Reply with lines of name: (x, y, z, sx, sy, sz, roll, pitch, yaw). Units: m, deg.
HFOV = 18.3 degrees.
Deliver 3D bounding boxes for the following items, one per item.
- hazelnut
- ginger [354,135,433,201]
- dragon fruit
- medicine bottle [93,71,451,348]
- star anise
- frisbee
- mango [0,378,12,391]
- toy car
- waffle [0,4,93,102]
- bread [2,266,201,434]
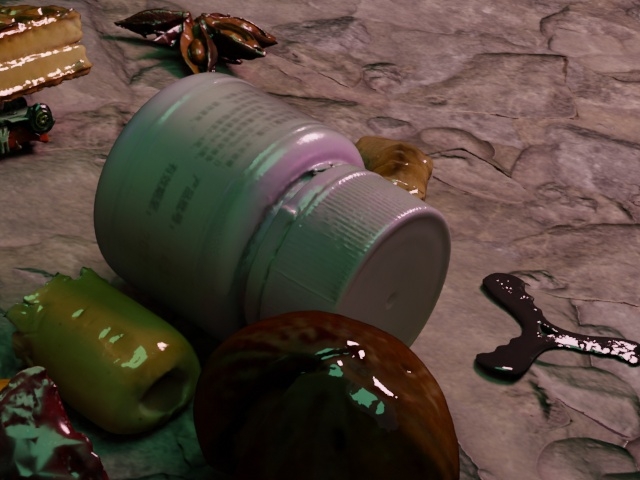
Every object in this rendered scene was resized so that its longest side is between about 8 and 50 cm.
hazelnut: (0.013, 0.165, 1.729, 0.251, 0.217, 0.217, 44, 41, 23)
ginger: (0.079, -0.070, 2.295, 0.095, 0.069, 0.190, 15, 28, -5)
dragon fruit: (-0.240, 0.256, 1.552, 0.211, 0.134, 0.262, -22, 78, -24)
medicine bottle: (-0.046, -0.007, 1.967, 0.302, 0.241, 0.241, 30, 34, 29)
star anise: (-0.143, -0.254, 2.549, 0.212, 0.053, 0.157, -2, 32, -26)
frisbee: (0.256, 0.098, 2.127, 0.187, 0.012, 0.211, 11, 28, -3)
mango: (-0.284, 0.169, 1.730, 0.115, 0.089, 0.165, 10, 27, -6)
toy car: (-0.372, -0.124, 2.236, 0.143, 0.054, 0.073, -18, 24, -37)
waffle: (-0.431, -0.195, 2.244, 0.213, 0.091, 0.308, 6, 21, 37)
bread: (-0.199, 0.103, 1.878, 0.173, 0.085, 0.134, 31, 35, 30)
